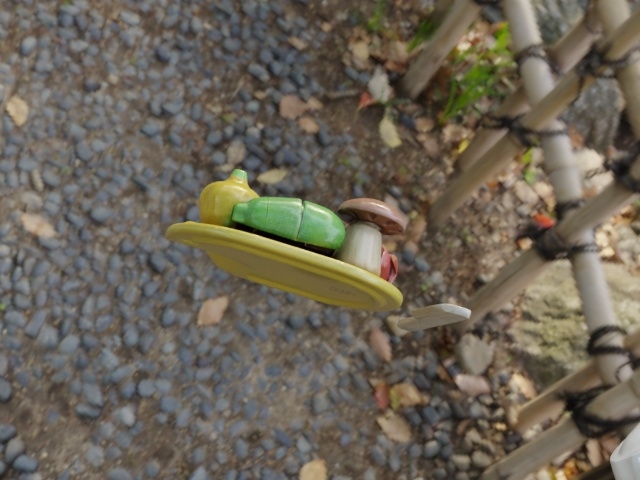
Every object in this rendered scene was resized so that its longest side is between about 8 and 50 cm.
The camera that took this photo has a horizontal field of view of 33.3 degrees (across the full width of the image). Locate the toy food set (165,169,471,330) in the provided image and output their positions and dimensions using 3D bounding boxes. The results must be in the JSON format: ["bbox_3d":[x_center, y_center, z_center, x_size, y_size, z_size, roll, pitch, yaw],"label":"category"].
[{"bbox_3d":[0.000,0.000,0.787,0.218,0.128,0.071,18,76,-5],"label":"toy food set"}]

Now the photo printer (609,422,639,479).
[{"bbox_3d":[0.513,0.306,1.360,0.307,0.107,0.256,-29,84,-40],"label":"photo printer"}]
